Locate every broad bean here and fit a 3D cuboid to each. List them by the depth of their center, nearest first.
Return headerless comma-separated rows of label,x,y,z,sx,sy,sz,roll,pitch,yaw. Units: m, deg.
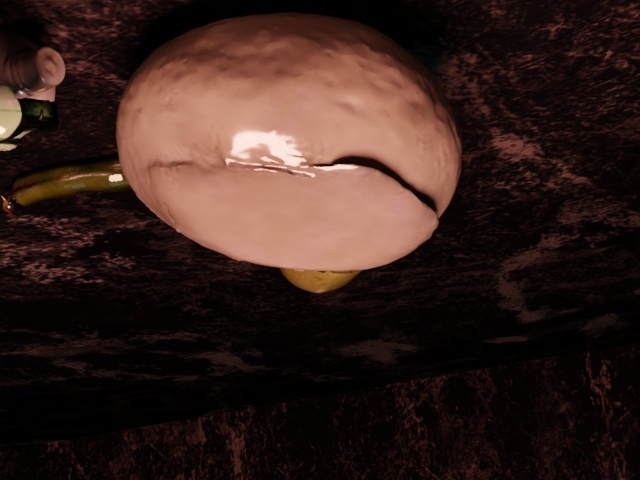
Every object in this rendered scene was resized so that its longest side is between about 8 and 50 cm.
broad bean,-0.216,-0.061,1.327,0.226,0.039,0.069,-8,159,5

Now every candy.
candy,-0.023,-0.082,1.072,0.295,0.185,0.295,6,156,3

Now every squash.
squash,0.000,0.000,1.527,0.123,0.123,0.187,-4,168,-14

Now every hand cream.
hand cream,-0.330,-0.107,1.083,0.340,0.078,0.124,-10,167,38

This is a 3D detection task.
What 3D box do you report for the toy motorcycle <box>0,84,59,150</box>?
toy motorcycle,-0.354,-0.086,0.893,0.331,0.125,0.196,0,179,6
